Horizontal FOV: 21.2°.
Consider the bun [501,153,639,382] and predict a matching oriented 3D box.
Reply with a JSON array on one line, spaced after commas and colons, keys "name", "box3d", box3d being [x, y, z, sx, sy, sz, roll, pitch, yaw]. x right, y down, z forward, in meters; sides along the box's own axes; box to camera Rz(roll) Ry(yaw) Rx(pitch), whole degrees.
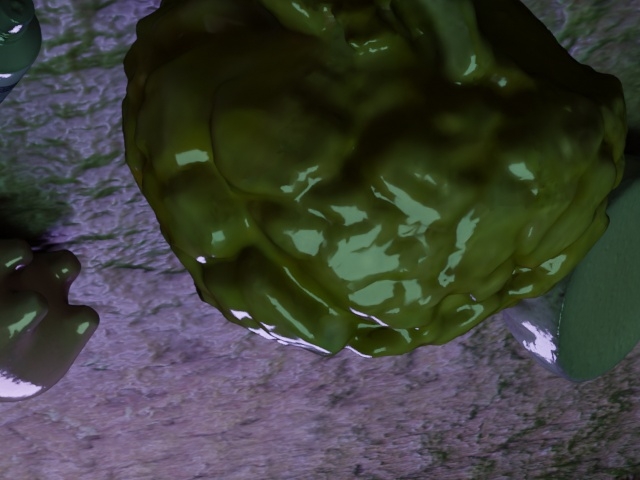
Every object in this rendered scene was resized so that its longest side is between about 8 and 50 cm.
[{"name": "bun", "box3d": [0.273, 0.011, 1.897, 0.175, 0.263, 0.263, 25, 179, 35]}]

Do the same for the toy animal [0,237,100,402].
[{"name": "toy animal", "box3d": [-0.393, 0.083, 1.741, 0.269, 0.237, 0.326, -30, 155, 14]}]

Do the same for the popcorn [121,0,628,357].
[{"name": "popcorn", "box3d": [0.031, -0.080, 1.345, 0.390, 0.354, 0.344, 37, 175, -25]}]

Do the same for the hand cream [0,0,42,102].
[{"name": "hand cream", "box3d": [-0.325, -0.131, 1.456, 0.124, 0.077, 0.341, 4, 160, -34]}]
